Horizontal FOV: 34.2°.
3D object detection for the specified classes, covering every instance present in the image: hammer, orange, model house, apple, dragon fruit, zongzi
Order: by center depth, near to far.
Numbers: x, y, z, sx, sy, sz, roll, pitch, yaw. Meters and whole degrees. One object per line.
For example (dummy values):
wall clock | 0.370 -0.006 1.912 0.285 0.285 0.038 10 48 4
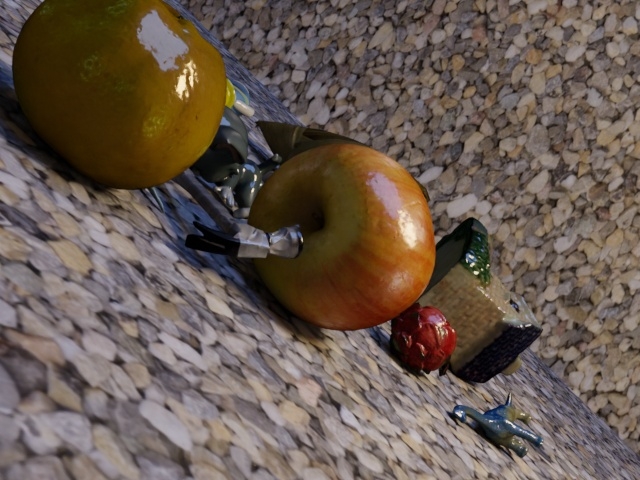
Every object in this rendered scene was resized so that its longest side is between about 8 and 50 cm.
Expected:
orange | -0.249 -0.202 1.321 0.279 0.235 0.279 48 11 -13
hammer | -0.182 -0.081 1.516 0.152 0.044 0.427 1 27 -32
apple | 0.034 -0.001 1.536 0.286 0.286 0.233 49 12 31
dragon fruit | 0.180 0.177 1.848 0.121 0.130 0.142 11 7 9
model house | 0.325 0.144 2.207 0.284 0.243 0.298 47 20 -7
zongzi | -0.019 -0.138 2.240 0.466 0.218 0.500 28 8 10

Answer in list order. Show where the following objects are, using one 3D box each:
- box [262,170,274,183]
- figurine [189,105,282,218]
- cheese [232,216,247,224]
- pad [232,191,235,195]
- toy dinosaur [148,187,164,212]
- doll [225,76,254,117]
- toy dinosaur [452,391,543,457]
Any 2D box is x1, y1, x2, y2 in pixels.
box | -0.056 -0.088 2.093 0.129 0.033 0.247 40 -7 -19
figurine | -0.147 -0.129 1.727 0.265 0.140 0.193 29 22 -41
cheese | -0.082 -0.002 1.715 0.127 0.050 0.255 48 12 19
pad | -0.217 -0.167 1.985 0.202 0.005 0.300 41 9 -11
toy dinosaur | -0.268 -0.118 1.493 0.187 0.044 0.106 52 -3 -1
doll | -0.228 -0.337 2.437 0.135 0.098 0.241 66 11 0
toy dinosaur | 0.306 0.312 1.900 0.188 0.075 0.248 34 16 -8
